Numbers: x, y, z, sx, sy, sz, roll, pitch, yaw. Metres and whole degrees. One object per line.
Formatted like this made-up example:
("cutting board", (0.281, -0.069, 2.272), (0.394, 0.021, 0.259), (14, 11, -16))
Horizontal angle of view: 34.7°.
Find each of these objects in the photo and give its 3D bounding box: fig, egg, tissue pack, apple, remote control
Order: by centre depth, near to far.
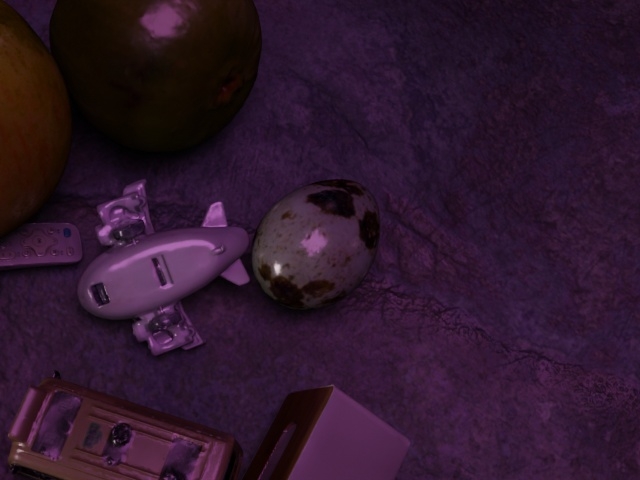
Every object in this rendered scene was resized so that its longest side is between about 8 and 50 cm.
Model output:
("apple", (-0.493, -0.162, 1.337), (0.340, 0.339, 0.339), (4, 69, -11))
("tissue pack", (-0.015, 0.333, 1.340), (0.136, 0.159, 0.246), (36, 65, -14))
("remote control", (-0.452, 0.017, 1.437), (0.229, 0.044, 0.073), (-4, 52, -21))
("fig", (-0.251, -0.283, 1.466), (0.316, 0.316, 0.316), (4, 69, -11))
("egg", (0.000, 0.000, 1.475), (0.169, 0.169, 0.231), (40, 54, 4))

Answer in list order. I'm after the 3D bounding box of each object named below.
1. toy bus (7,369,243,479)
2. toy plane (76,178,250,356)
("toy bus", (-0.253, 0.273, 1.306), (0.289, 0.157, 0.139), (18, 67, 7))
("toy plane", (-0.218, 0.037, 1.435), (0.252, 0.118, 0.252), (-1, 93, -14))
